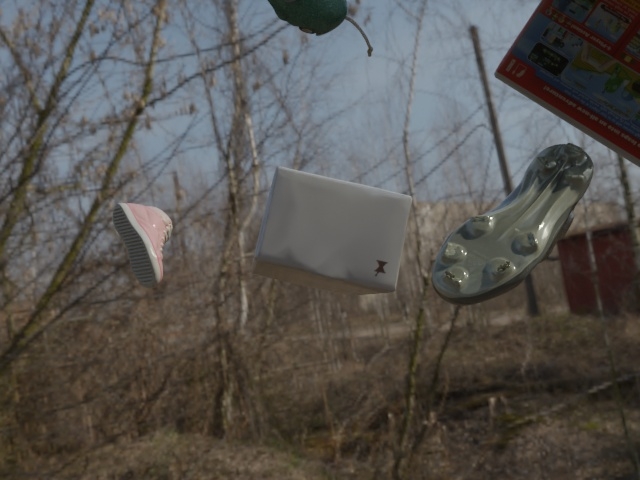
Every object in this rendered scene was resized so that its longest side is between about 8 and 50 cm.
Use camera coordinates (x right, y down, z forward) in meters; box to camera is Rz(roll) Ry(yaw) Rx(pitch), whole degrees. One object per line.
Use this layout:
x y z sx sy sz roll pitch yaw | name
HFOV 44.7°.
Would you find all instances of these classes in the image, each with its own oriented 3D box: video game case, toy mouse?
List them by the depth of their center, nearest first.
0.014 -0.192 0.534 0.161 0.143 0.031 -35 25 -24 | toy mouse
0.330 -0.223 0.749 0.285 0.204 0.025 -59 -3 38 | video game case

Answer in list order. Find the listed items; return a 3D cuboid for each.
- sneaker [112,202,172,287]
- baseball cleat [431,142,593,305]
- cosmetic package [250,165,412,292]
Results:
-0.215 0.003 1.006 0.070 0.134 0.051 0 -44 -41 | sneaker
0.168 0.005 0.662 0.206 0.072 0.109 -39 -33 -26 | baseball cleat
0.000 0.000 1.427 0.230 0.161 0.453 13 -6 -5 | cosmetic package
